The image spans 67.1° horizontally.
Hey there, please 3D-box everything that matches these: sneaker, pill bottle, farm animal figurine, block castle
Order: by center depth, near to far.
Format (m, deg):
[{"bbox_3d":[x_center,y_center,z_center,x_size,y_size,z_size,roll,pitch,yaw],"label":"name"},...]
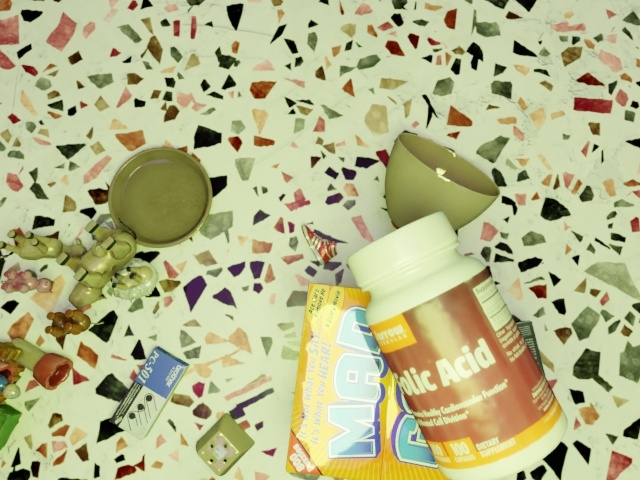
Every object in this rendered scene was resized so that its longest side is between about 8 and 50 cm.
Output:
[{"bbox_3d":[0.213,0.164,0.812,0.224,0.224,0.392,-26,82,-4],"label":"pill bottle"},{"bbox_3d":[-0.787,0.454,1.081,0.213,0.303,0.453,27,82,10],"label":"block castle"},{"bbox_3d":[-0.596,0.074,1.209,0.327,0.172,0.330,-35,72,-3],"label":"farm animal figurine"},{"bbox_3d":[0.000,0.000,1.287,0.067,0.042,0.118,-29,90,-1],"label":"sneaker"}]

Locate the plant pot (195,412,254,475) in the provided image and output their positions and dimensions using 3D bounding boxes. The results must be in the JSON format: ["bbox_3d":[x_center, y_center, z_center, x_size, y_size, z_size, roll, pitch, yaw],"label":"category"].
[{"bbox_3d":[-0.241,0.507,1.179,0.109,0.096,0.109,-45,84,-6],"label":"plant pot"}]

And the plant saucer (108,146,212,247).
[{"bbox_3d":[-0.427,-0.114,1.302,0.278,0.041,0.277,0,81,0],"label":"plant saucer"}]

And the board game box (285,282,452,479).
[{"bbox_3d":[0.127,0.301,1.083,0.356,0.356,0.356,7,81,0],"label":"board game box"}]

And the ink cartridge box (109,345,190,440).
[{"bbox_3d":[-0.430,0.384,1.221,0.097,0.046,0.207,30,82,3],"label":"ink cartridge box"}]

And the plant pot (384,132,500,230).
[{"bbox_3d":[0.274,-0.115,1.217,0.284,0.284,0.191,30,117,4],"label":"plant pot"}]

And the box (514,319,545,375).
[{"bbox_3d":[0.463,0.306,1.190,0.108,0.153,0.207,-11,83,-3],"label":"box"}]
